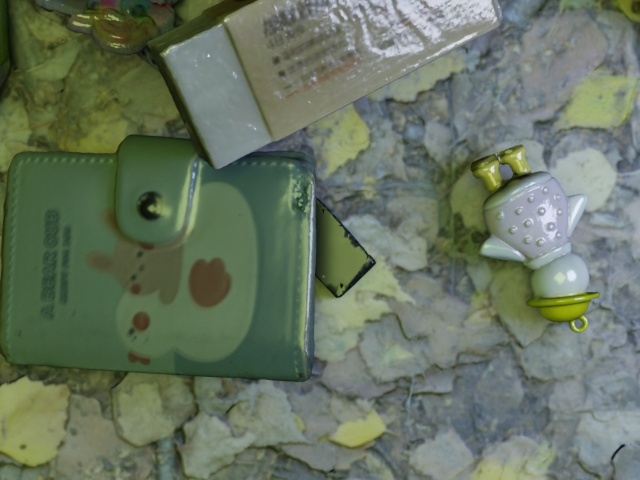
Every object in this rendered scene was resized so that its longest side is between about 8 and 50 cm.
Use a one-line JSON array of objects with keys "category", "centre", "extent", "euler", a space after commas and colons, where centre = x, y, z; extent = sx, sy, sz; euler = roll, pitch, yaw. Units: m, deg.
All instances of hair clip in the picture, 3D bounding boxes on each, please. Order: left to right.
[{"category": "hair clip", "centre": [-0.168, -0.220, 1.498], "extent": [0.278, 0.090, 0.137], "euler": [36, 58, 2]}]

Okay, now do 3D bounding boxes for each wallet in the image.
[{"category": "wallet", "centre": [-0.172, 0.015, 1.484], "extent": [0.360, 0.083, 0.252], "euler": [3, 87, 15]}]

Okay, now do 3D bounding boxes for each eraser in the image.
[{"category": "eraser", "centre": [0.008, -0.210, 1.417], "extent": [0.343, 0.078, 0.144], "euler": [-28, 114, -11]}]

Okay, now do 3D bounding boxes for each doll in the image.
[{"category": "doll", "centre": [0.227, 0.000, 1.458], "extent": [0.129, 0.081, 0.207], "euler": [-25, 90, -8]}]

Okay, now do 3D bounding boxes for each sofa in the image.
[{"category": "sofa", "centre": [0.000, 0.000, 1.500], "extent": [0.060, 0.039, 0.118], "euler": [-44, 86, 5]}]

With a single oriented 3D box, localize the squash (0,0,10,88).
[{"category": "squash", "centre": [-0.373, -0.248, 1.526], "extent": [0.069, 0.069, 0.239], "euler": [-3, 89, 6]}]
